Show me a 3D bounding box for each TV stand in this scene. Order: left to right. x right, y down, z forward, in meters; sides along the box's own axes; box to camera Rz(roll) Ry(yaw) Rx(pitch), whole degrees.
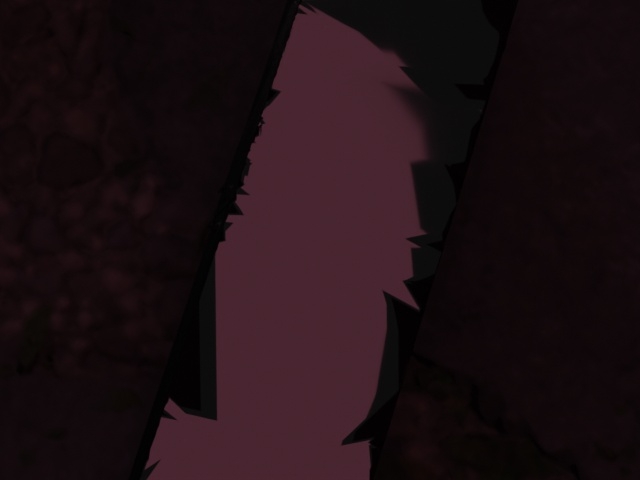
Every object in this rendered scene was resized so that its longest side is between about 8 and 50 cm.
[{"bbox_3d":[0.000,0.000,0.753,0.088,0.083,0.269,18,82,-5],"label":"TV stand"}]
